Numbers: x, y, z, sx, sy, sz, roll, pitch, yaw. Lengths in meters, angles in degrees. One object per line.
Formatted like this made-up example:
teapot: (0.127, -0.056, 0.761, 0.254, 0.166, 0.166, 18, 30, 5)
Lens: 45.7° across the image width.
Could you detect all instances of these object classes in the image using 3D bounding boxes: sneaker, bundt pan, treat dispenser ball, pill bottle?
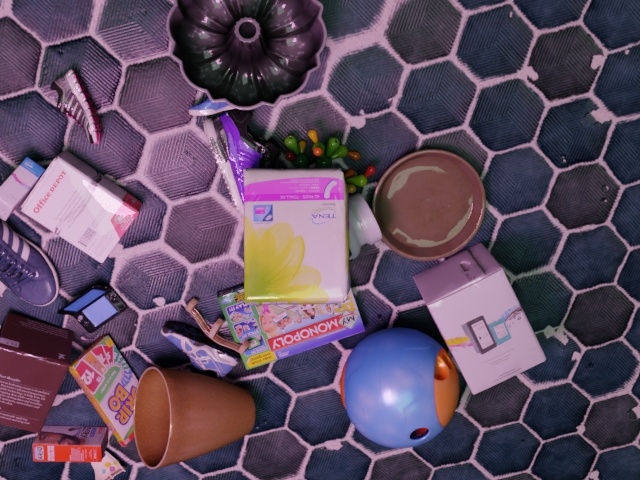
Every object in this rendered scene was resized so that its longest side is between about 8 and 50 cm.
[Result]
sneaker: (-0.305, 0.274, 1.882, 0.211, 0.080, 0.081, 30, 104, -13)
sneaker: (-0.544, -0.289, 1.684, 0.075, 0.063, 0.170, -20, 104, 2)
sneaker: (-0.227, -0.331, 1.698, 0.152, 0.058, 0.084, -11, 107, 2)
sneaker: (-0.743, 0.028, 1.728, 0.131, 0.148, 0.350, -36, 108, 7)
bundt pan: (-0.156, -0.427, 1.605, 0.331, 0.124, 0.331, 0, 88, -7)
sneaker: (-0.149, -0.163, 1.736, 0.146, 0.102, 0.293, -22, 109, 2)
treat dispenser ball: (0.191, 0.355, 1.840, 0.288, 0.288, 0.288, -1, 109, -4)
pill bottle: (0.000, 0.000, 1.771, 0.265, 0.153, 0.153, -26, 109, -4)

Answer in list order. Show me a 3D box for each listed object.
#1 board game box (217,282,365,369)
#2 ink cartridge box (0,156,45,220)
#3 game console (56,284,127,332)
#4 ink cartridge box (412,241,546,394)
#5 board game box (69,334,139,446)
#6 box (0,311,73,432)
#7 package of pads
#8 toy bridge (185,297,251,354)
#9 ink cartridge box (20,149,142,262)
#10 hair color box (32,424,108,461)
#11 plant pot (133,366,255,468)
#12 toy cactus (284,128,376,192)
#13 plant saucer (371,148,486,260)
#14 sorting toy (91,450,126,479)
board game box: (-0.071, 0.176, 1.887, 0.317, 0.046, 0.213, -19, 108, 2)
ink cartridge box: (-0.676, -0.114, 1.685, 0.052, 0.122, 0.088, 37, 145, -16)
game console: (-0.549, 0.167, 1.831, 0.122, 0.071, 0.107, -34, 108, 7)
ink cartridge box: (0.381, 0.184, 1.846, 0.197, 0.198, 0.270, -27, 108, 5)
board game box: (-0.508, 0.376, 1.883, 0.039, 0.124, 0.259, -8, 117, 39)
box: (-0.707, 0.314, 1.805, 0.168, 0.167, 0.203, 22, 105, -22)
package of pads: (-0.049, -0.009, 1.643, 0.229, 0.101, 0.296, 0, 86, 0)
toy bridge: (-0.259, 0.217, 1.869, 0.188, 0.026, 0.063, 37, 133, 6)
ink cartridge box: (-0.544, -0.078, 1.738, 0.218, 0.092, 0.158, 36, 102, -17)
hair color box: (-0.634, 0.516, 1.930, 0.167, 0.093, 0.053, 2, 108, -6)
plant pot: (-0.296, 0.428, 1.861, 0.254, 0.237, 0.237, 5, 110, -33)
toy cactus: (0.002, -0.154, 1.762, 0.219, 0.112, 0.180, 22, 115, -20)
plant saucer: (0.258, -0.086, 1.828, 0.278, 0.041, 0.278, -1, 108, -4)
sorting toy: (-0.561, 0.590, 1.990, 0.083, 0.045, 0.075, -35, 100, 7)
